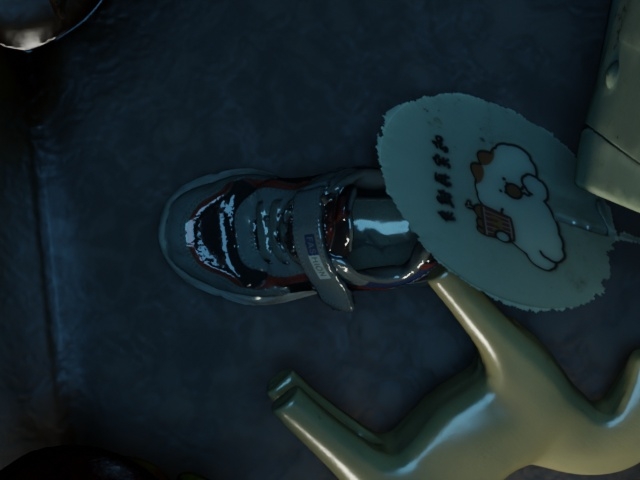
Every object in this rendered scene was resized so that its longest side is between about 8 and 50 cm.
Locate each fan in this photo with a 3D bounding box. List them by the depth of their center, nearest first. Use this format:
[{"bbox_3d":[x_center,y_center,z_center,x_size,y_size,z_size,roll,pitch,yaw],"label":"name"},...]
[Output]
[{"bbox_3d":[0.184,-0.009,1.107,0.329,0.191,0.009,16,136,-20],"label":"fan"}]

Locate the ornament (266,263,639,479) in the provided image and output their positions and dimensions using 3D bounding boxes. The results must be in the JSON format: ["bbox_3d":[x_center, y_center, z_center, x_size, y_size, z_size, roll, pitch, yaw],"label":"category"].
[{"bbox_3d":[0.123,0.120,1.120,0.230,0.061,0.245,-42,112,5],"label":"ornament"}]

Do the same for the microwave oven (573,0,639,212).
[{"bbox_3d":[0.400,-0.120,0.994,0.394,0.247,0.333,11,103,-11],"label":"microwave oven"}]

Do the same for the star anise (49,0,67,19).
[{"bbox_3d":[-0.242,-0.312,1.068,0.237,0.148,0.346,-27,102,-2],"label":"star anise"}]

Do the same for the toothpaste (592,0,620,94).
[{"bbox_3d":[0.234,-0.175,1.128,0.069,0.047,0.268,13,91,13],"label":"toothpaste"}]

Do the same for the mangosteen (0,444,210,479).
[{"bbox_3d":[-0.154,0.231,1.073,0.210,0.210,0.210,0,92,-1],"label":"mangosteen"}]

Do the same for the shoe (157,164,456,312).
[{"bbox_3d":[0.000,-0.001,1.094,0.227,0.125,0.099,-3,95,-2],"label":"shoe"}]
